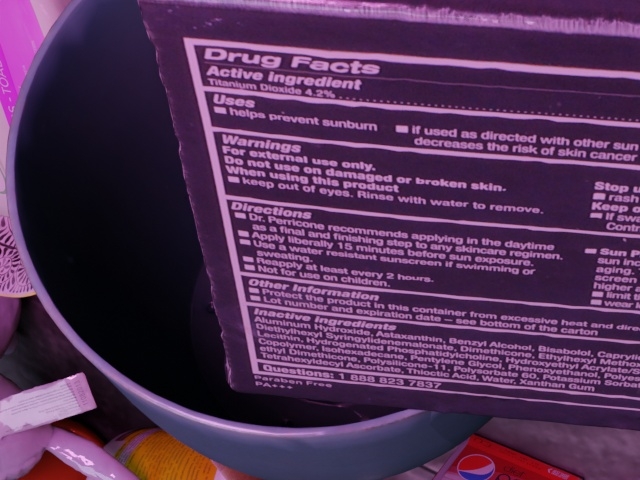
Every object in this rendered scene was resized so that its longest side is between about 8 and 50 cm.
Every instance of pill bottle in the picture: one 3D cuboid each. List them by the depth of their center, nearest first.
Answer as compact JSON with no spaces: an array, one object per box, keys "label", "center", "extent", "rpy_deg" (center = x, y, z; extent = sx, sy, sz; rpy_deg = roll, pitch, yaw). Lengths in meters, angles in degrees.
[{"label":"pill bottle","center":[-0.071,0.196,1.328],"extent":[0.215,0.117,0.117],"rpy_deg":[-8,120,45]}]

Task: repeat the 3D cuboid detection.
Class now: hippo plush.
[{"label":"hippo plush","center":[-0.306,0.073,1.321],"extent":[0.294,0.237,0.234],"rpy_deg":[-17,131,7]}]

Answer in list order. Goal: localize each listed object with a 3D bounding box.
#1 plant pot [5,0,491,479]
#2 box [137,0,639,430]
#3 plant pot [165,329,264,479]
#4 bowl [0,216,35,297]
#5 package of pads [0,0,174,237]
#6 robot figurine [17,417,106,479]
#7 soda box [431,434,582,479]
[{"label":"plant pot","center":[0.000,0.000,0.960],"extent":[0.293,0.293,0.235],"rpy_deg":[30,162,16]},{"label":"box","center":[0.105,-0.067,0.687],"extent":[0.296,0.183,0.294],"rpy_deg":[5,152,6]},{"label":"plant pot","center":[-0.087,0.086,1.160],"extent":[0.236,0.032,0.236],"rpy_deg":[53,176,5]},{"label":"bowl","center":[-0.219,-0.053,1.248],"extent":[0.170,0.080,0.170],"rpy_deg":[18,127,25]},{"label":"package of pads","center":[-0.214,-0.148,1.035],"extent":[0.229,0.101,0.297],"rpy_deg":[12,132,30]},{"label":"robot figurine","center":[-0.232,0.218,1.434],"extent":[0.158,0.219,0.128],"rpy_deg":[12,109,3]},{"label":"soda box","center":[0.125,0.262,1.248],"extent":[0.092,0.083,0.263],"rpy_deg":[21,137,27]}]
